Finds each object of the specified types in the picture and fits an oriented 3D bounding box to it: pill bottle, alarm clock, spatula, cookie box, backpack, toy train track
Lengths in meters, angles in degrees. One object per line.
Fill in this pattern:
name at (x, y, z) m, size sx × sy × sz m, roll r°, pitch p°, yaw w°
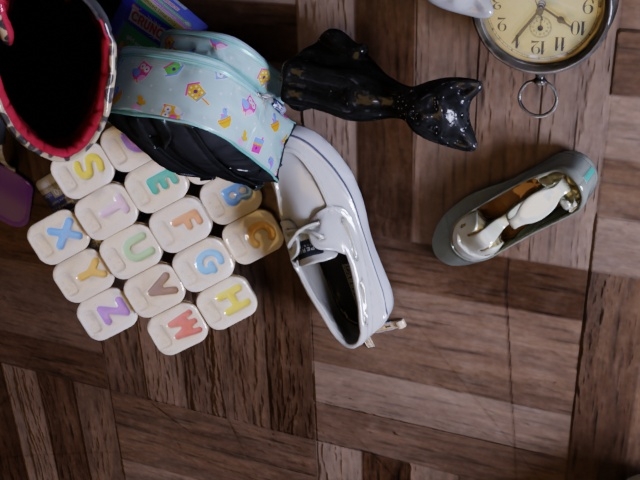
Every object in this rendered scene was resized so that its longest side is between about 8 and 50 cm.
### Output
pill bottle at (-0.274, -0.027, 1.217) m, size 0.094 × 0.094 × 0.169 m, roll -24°, pitch 105°, yaw 33°
alarm clock at (0.210, -0.208, 0.907) m, size 0.129 × 0.064 × 0.192 m, roll 10°, pitch 117°, yaw 20°
spatula at (-0.412, -0.119, 1.246) m, size 0.084 × 0.030 × 0.296 m, roll 29°, pitch 144°, yaw 6°
cookie box at (-0.194, -0.229, 1.100) m, size 0.092 × 0.040 × 0.107 m, roll 40°, pitch 126°, yaw 1°
backpack at (-0.128, -0.142, 1.011) m, size 0.166 × 0.188 × 0.144 m, roll 13°, pitch 87°, yaw 27°
toy train track at (0.066, 0.111, 1.185) m, size 0.083 × 0.014 × 0.048 m, roll -16°, pitch 109°, yaw 31°

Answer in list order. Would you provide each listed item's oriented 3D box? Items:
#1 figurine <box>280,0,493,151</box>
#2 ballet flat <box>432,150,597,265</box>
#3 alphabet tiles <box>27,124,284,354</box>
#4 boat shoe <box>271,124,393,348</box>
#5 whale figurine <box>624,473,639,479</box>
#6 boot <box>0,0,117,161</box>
figurine at (0.070, -0.205, 0.930) m, size 0.210 × 0.092 × 0.214 m, roll 22°, pitch 125°, yaw 31°
ballet flat at (0.192, -0.025, 1.016) m, size 0.213 × 0.068 × 0.072 m, roll -34°, pitch 99°, yaw 35°
alphabet tiles at (-0.199, -0.004, 1.165) m, size 0.278 × 0.021 × 0.284 m, roll -27°, pitch 104°, yaw 6°
boat shoe at (0.000, 0.000, 1.106) m, size 0.096 × 0.088 × 0.267 m, roll -9°, pitch 111°, yaw 30°
whale figurine at (0.415, 0.351, 1.038) m, size 0.272 × 0.141 × 0.216 m, roll -12°, pitch 114°, yaw 55°
boot at (-0.283, -0.270, 0.950) m, size 0.138 × 0.284 × 0.377 m, roll -6°, pitch 111°, yaw -16°
